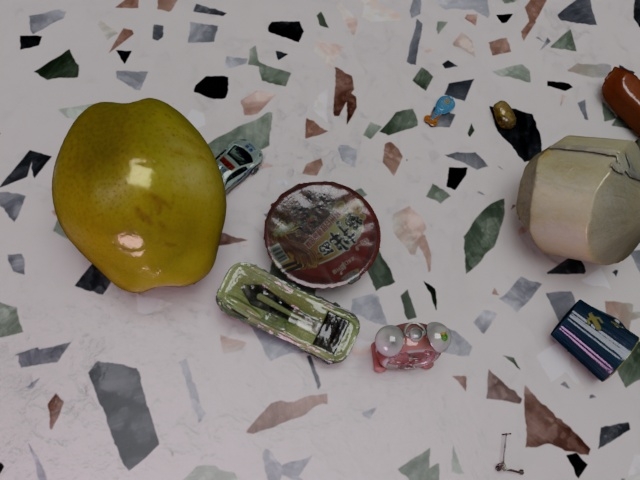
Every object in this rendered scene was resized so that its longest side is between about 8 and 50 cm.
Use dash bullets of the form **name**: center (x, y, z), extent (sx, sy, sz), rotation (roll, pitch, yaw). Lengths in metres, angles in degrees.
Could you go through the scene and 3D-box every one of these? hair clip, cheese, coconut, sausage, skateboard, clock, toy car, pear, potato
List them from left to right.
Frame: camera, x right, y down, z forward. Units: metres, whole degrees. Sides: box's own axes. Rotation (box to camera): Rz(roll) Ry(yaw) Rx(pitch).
- **pear**: center (-0.381, -0.095, 1.603), extent (0.362, 0.362, 0.418), rotation (-17, 100, -13)
- **toy car**: center (-0.226, -0.172, 1.810), extent (0.095, 0.056, 0.205), rotation (43, 70, 11)
- **hair clip**: center (-0.076, 0.163, 1.677), extent (0.321, 0.091, 0.138), rotation (28, 72, -5)
- **clock**: center (0.192, 0.223, 1.644), extent (0.166, 0.162, 0.093), rotation (-2, 66, -9)
- **cheese**: center (0.315, -0.343, 1.969), extent (0.047, 0.017, 0.111), rotation (38, 68, 12)
- **potato**: center (0.483, -0.330, 1.972), extent (0.051, 0.040, 0.083), rotation (-11, 71, -22)
- **skateboard**: center (0.420, 0.467, 1.645), extent (0.064, 0.032, 0.083), rotation (14, 68, -12)
- **coconut**: center (0.629, -0.090, 1.739), extent (0.323, 0.323, 0.323), rotation (3, 68, -6)
- **sausage**: center (0.878, -0.316, 1.988), extent (0.094, 0.097, 0.348), rotation (-37, 78, -7)

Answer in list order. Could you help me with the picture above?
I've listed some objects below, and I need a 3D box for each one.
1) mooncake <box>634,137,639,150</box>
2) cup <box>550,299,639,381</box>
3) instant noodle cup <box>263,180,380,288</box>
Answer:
- **mooncake**: center (0.883, -0.158, 1.866), extent (0.275, 0.135, 0.275), rotation (0, 89, 9)
- **cup**: center (0.635, 0.216, 1.733), extent (0.155, 0.131, 0.176), rotation (39, 39, 13)
- **instant noodle cup**: center (0.000, 0.000, 1.748), extent (0.274, 0.091, 0.274), rotation (2, 67, -6)
